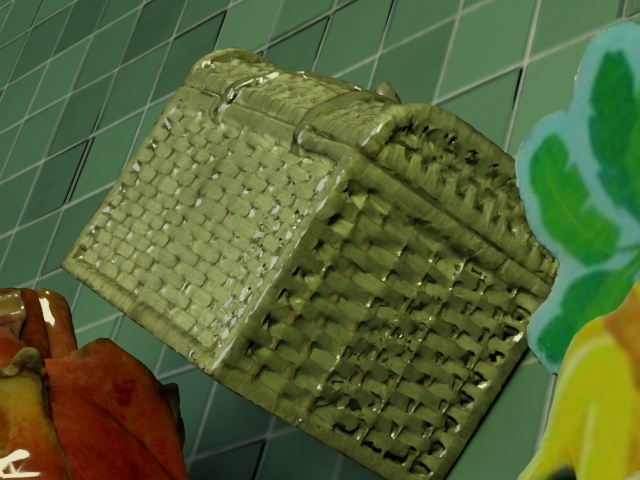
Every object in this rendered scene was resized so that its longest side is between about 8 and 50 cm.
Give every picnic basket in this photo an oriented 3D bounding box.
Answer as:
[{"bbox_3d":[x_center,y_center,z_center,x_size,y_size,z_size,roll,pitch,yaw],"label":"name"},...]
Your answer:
[{"bbox_3d":[0.000,0.000,0.825,0.154,0.134,0.196,-59,29,-2],"label":"picnic basket"}]

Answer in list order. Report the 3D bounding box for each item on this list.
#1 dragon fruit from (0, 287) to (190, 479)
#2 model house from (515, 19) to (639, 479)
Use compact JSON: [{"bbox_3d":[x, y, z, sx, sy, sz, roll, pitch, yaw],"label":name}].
[{"bbox_3d":[-0.158,0.167,0.783,0.250,0.250,0.315,-45,48,15],"label":"dragon fruit"},{"bbox_3d":[0.123,0.041,0.427,0.313,0.242,0.358,-47,50,26],"label":"model house"}]
